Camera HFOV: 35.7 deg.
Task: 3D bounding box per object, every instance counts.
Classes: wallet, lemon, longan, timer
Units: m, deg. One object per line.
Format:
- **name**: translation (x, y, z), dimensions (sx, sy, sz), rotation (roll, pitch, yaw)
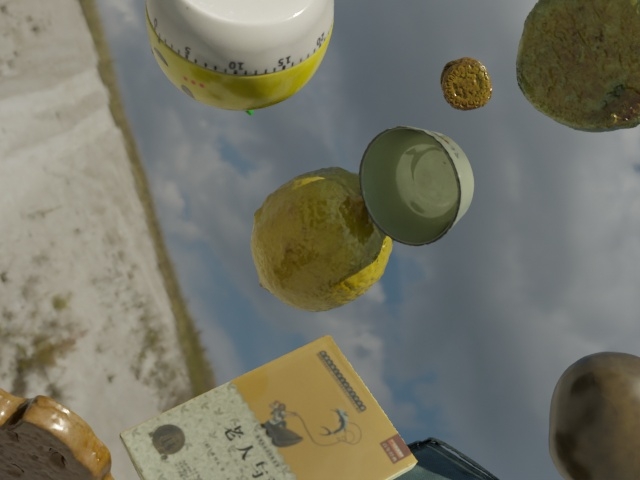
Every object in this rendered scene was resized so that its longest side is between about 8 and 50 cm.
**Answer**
- **wallet**: translation (0.168, 0.492, 1.871), dimensions (0.237, 0.342, 0.075), rotation (30, -56, 41)
- **lemon**: translation (0.000, 0.000, 1.925), dimensions (0.322, 0.268, 0.268), rotation (-28, -93, 37)
- **longan**: translation (0.566, 0.343, 1.872), dimensions (0.243, 0.300, 0.300), rotation (-111, -170, -57)
- **timer**: translation (-0.118, -0.287, 1.422), dimensions (0.285, 0.285, 0.285), rotation (47, -29, 37)

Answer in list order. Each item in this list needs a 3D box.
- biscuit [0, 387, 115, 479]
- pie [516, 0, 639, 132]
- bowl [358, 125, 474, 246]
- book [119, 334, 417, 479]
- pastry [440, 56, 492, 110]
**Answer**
- **biscuit**: translation (-0.465, 0.303, 1.422), dimensions (0.359, 0.074, 0.381), rotation (-3, -52, 18)
- **pie**: translation (0.454, -0.309, 1.654), dimensions (0.277, 0.078, 0.277), rotation (13, -60, 23)
- **bowl**: translation (0.181, -0.102, 1.739), dimensions (0.211, 0.112, 0.211), rotation (11, -72, 36)
- **book**: translation (-0.078, 0.323, 1.531), dimensions (0.269, 0.389, 0.032), rotation (53, -29, 25)
- **pastry**: translation (0.282, -0.303, 1.931), dimensions (0.109, 0.097, 0.057), rotation (44, 19, -5)
